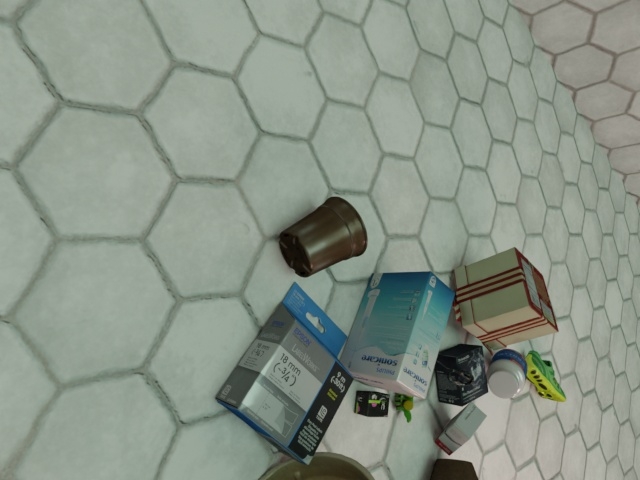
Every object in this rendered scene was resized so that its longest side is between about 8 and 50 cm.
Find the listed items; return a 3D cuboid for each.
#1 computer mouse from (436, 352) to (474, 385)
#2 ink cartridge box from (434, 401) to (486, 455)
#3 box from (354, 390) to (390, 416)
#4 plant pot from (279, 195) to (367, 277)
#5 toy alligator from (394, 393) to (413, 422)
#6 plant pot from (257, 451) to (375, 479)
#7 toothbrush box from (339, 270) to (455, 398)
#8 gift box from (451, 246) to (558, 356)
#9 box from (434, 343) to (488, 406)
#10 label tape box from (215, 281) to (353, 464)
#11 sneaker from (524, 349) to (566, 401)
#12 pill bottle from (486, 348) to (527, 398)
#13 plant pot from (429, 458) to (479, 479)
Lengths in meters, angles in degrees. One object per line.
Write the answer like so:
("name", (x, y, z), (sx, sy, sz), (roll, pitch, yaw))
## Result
("computer mouse", (0.360, 0.367, 1.377), (0.242, 0.041, 0.071), (35, 89, -4))
("ink cartridge box", (0.430, 0.579, 1.394), (0.063, 0.151, 0.109), (42, 51, 21))
("box", (0.141, 0.444, 1.233), (0.083, 0.052, 0.062), (18, 74, -38))
("plant pot", (0.000, 0.000, 1.103), (0.165, 0.167, 0.167), (-29, 104, -30))
("toy alligator", (0.246, 0.431, 1.325), (0.051, 0.056, 0.190), (6, 79, 2))
("plant pot", (0.011, 0.693, 0.955), (0.333, 0.333, 0.306), (-37, 119, -36))
("toothbrush box", (0.200, 0.239, 1.199), (0.126, 0.216, 0.296), (39, 62, -30))
("gift box", (0.581, 0.212, 1.478), (0.255, 0.258, 0.277), (38, 43, -30))
("box", (0.456, 0.432, 1.469), (0.155, 0.093, 0.159), (-6, 88, -40))
("label tape box", (-0.046, 0.298, 1.061), (0.241, 0.105, 0.334), (49, 58, -25))
("sneaker", (0.911, 0.550, 1.820), (0.295, 0.109, 0.124), (47, 63, -25))
("pill bottle", (0.637, 0.458, 1.550), (0.221, 0.124, 0.124), (-8, 91, -63))
("plant pot", (0.398, 0.774, 1.330), (0.215, 0.215, 0.231), (30, 54, -34))
